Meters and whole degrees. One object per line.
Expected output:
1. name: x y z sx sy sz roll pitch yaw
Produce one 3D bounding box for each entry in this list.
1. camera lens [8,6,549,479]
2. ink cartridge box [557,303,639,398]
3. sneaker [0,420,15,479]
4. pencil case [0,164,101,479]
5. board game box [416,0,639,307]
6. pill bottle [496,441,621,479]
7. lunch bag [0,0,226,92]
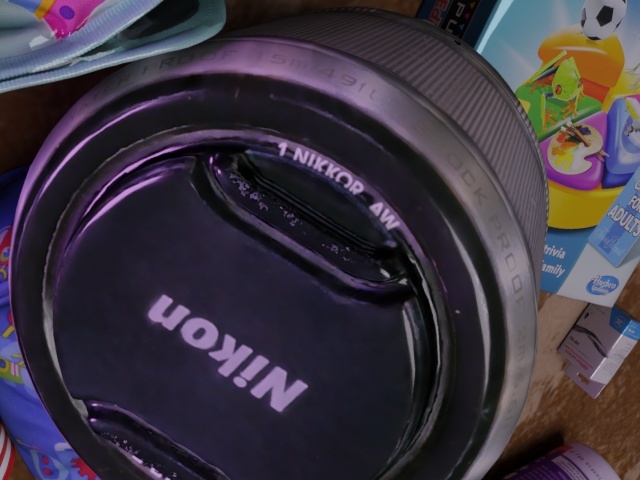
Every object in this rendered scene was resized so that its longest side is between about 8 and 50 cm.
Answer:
1. camera lens: 0.000 0.000 0.453 0.219 0.274 0.219 5 109 14
2. ink cartridge box: 0.255 0.098 0.837 0.028 0.048 0.083 22 105 -36
3. sneaker: -0.290 0.175 0.554 0.221 0.087 0.128 -30 127 -9
4. pencil case: -0.144 0.101 0.571 0.133 0.119 0.306 -7 127 10
5. board game box: 0.189 -0.129 0.646 0.254 0.079 0.336 13 111 -34
6. pill bottle: 0.195 0.282 0.873 0.193 0.108 0.108 -22 126 -17
7. lunch bag: -0.104 -0.172 0.363 0.160 0.223 0.262 35 97 -31
